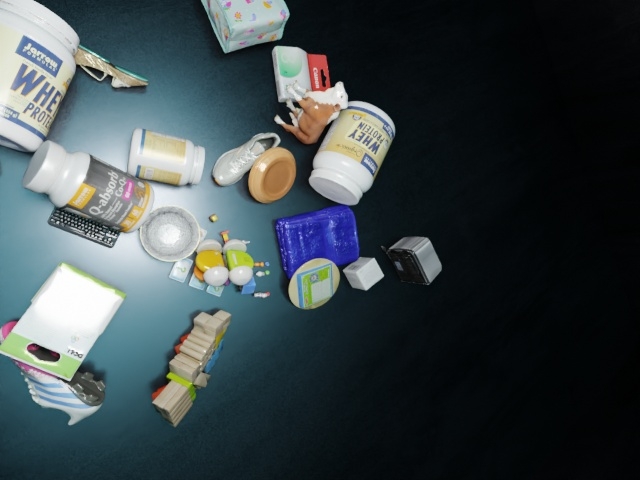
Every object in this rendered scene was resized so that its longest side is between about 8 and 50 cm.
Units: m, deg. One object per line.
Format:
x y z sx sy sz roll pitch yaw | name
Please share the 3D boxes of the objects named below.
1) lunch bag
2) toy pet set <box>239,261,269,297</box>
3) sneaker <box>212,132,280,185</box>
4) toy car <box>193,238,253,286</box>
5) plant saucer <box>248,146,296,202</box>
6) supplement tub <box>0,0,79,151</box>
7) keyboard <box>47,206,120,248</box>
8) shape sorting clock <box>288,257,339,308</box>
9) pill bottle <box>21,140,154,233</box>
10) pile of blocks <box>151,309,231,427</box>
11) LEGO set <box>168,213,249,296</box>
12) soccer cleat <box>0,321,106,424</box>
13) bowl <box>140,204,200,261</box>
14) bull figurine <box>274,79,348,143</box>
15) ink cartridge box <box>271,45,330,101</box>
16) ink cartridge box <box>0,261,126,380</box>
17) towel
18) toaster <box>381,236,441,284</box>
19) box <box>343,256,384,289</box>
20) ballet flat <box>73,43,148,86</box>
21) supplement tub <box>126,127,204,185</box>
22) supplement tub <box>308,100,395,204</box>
-0.260 -0.781 1.318 0.224 0.160 0.262 -25 90 -22 | lunch bag
-0.217 0.138 1.384 0.114 0.065 0.122 -3 91 -27 | toy pet set
-0.243 -0.280 1.341 0.262 0.121 0.099 -45 108 -20 | sneaker
-0.304 0.086 1.270 0.182 0.136 0.159 0 48 -30 | toy car
-0.153 -0.214 1.373 0.200 0.037 0.199 -32 139 -34 | plant saucer
-0.766 -0.410 1.007 0.236 0.235 0.324 22 80 -26 | supplement tub
-0.669 -0.059 1.176 0.180 0.023 0.108 27 78 -25 | keyboard
-0.022 0.157 1.472 0.207 0.040 0.206 -16 121 -29 | shape sorting clock
-0.607 -0.137 1.085 0.279 0.162 0.162 30 75 -47 | pill bottle
-0.409 0.380 1.278 0.113 0.148 0.361 19 66 17 | pile of blocks
-0.351 0.042 1.321 0.183 0.060 0.244 28 77 -28 | LEGO set
-0.742 0.366 1.088 0.143 0.116 0.331 -42 100 6 | soccer cleat
-0.464 -0.021 1.248 0.170 0.080 0.169 0 90 -28 | bowl
-0.033 -0.433 1.357 0.189 0.310 0.101 36 62 -6 | bull figurine
-0.056 -0.599 1.479 0.225 0.056 0.180 -10 95 -25 | ink cartridge box
-0.686 0.215 1.095 0.189 0.097 0.255 36 62 -22 | ink cartridge box
0.000 0.000 1.490 0.309 0.076 0.227 -14 95 -27 | towel
0.368 0.074 1.631 0.110 0.168 0.185 -37 107 -25 | toaster
0.164 0.125 1.559 0.102 0.101 0.087 -35 106 -23 | box
-0.615 -0.491 1.191 0.206 0.073 0.067 24 106 -23 | ballet flat
-0.461 -0.243 1.215 0.200 0.144 0.144 9 86 -27 | supplement tub
0.111 -0.308 1.464 0.229 0.228 0.315 31 76 -24 | supplement tub
